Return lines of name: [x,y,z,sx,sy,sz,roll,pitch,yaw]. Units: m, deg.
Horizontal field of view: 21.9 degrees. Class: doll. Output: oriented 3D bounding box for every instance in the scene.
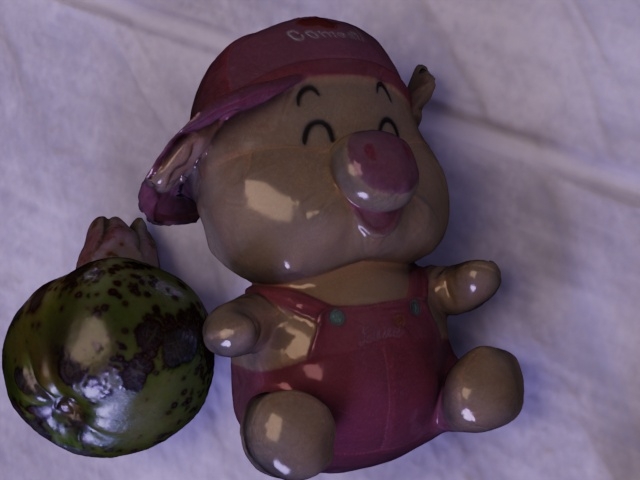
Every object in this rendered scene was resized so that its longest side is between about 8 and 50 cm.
doll: [0.003,-0.001,0.916,0.152,0.196,0.256,-17,81,33]

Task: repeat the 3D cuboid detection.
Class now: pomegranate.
pomegranate: [-0.139,0.055,1.043,0.138,0.125,0.163,-38,63,40]
